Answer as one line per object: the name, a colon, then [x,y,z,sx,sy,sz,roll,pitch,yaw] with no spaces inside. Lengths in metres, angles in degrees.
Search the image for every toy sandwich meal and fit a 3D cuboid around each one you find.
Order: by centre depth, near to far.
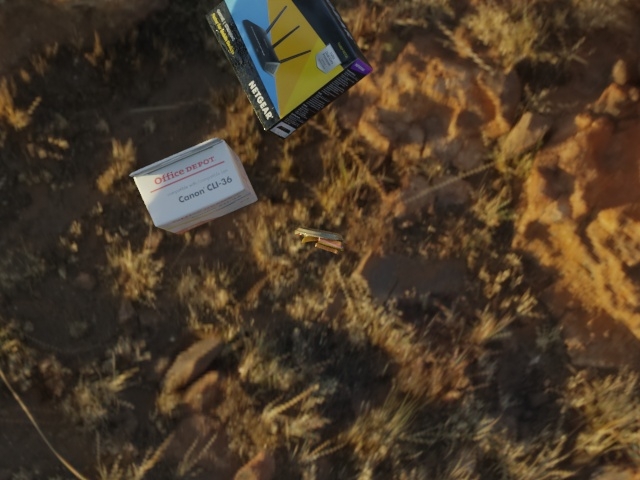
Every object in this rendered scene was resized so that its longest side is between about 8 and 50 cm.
toy sandwich meal: [0.000,0.000,1.569,0.086,0.085,0.029,10,94,-1]

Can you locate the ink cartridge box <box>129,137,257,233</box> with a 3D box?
ink cartridge box: [-0.148,-0.062,1.203,0.115,0.198,0.067,-24,86,1]

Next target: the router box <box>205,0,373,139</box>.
router box: [-0.039,-0.225,1.139,0.133,0.046,0.178,-36,65,17]
